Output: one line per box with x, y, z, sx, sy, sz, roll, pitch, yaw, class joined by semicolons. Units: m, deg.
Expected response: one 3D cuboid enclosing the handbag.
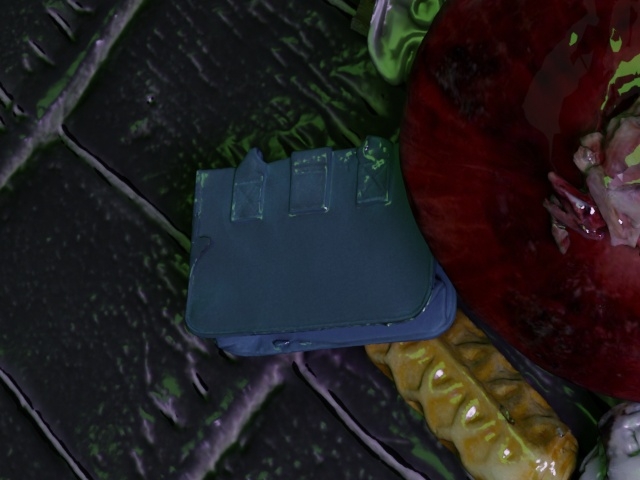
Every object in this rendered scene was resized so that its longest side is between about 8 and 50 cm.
0.000;0.000;1.241;0.229;0.062;0.179;-8;67;25;handbag

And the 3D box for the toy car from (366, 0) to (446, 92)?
0.226;-0.192;1.214;0.336;0.226;0.242;14;97;13;toy car

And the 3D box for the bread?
0.077;0.074;1.256;0.084;0.077;0.367;-46;61;10;bread

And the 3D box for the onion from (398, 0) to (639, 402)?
0.208;-0.051;0.965;0.347;0.285;0.347;3;100;18;onion

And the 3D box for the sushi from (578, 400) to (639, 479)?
0.311;0.133;1.093;0.332;0.124;0.130;-34;62;10;sushi

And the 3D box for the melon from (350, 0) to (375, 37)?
0.086;-0.267;1.359;0.054;0.098;0.182;26;72;13;melon
